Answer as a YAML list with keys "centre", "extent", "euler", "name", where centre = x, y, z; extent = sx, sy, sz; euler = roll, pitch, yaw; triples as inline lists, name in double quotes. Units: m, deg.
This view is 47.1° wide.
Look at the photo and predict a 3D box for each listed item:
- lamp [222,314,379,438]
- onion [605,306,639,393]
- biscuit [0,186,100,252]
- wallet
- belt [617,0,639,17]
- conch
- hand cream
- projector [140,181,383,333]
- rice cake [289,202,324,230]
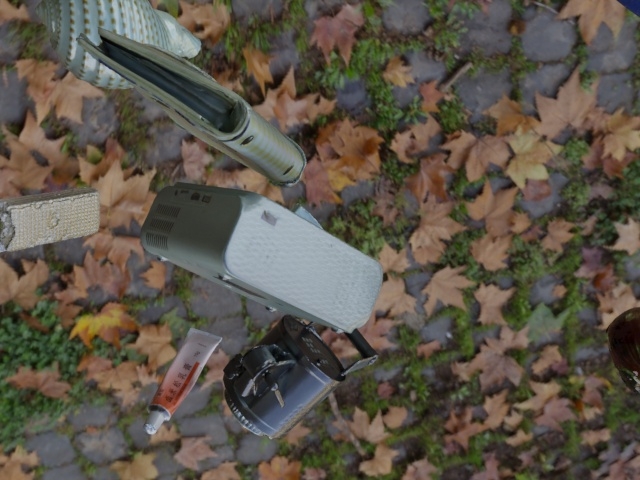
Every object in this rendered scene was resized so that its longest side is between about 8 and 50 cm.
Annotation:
- centre: [-0.084, 0.319, 1.705]
  extent: [0.374, 0.205, 0.272]
  euler: [-2, 137, -52]
  name: "lamp"
- centre: [0.431, 0.137, 0.944]
  extent: [0.118, 0.118, 0.117]
  euler: [-43, 119, 14]
  name: "onion"
- centre: [-0.586, -0.047, 1.583]
  extent: [0.239, 0.062, 0.108]
  euler: [-16, 120, -47]
  name: "biscuit"
- centre: [-0.138, -0.157, 0.890]
  extent: [0.223, 0.309, 0.077]
  euler: [35, 92, 11]
  name: "wallet"
- centre: [0.419, -0.229, 0.672]
  extent: [0.347, 0.212, 0.117]
  euler: [22, 132, -8]
  name: "belt"
- centre: [-0.432, -0.414, 1.516]
  extent: [0.319, 0.303, 0.215]
  euler: [32, 87, -38]
  name: "conch"
- centre: [-0.227, 0.224, 1.193]
  extent: [0.052, 0.216, 0.038]
  euler: [38, 131, -12]
  name: "hand cream"
- centre: [-0.075, 0.024, 0.935]
  extent: [0.250, 0.198, 0.108]
  euler: [29, 79, -41]
  name: "projector"
- centre: [0.000, 0.000, 1.470]
  extent: [0.042, 0.030, 0.180]
  euler: [-44, 113, -4]
  name: "rice cake"
